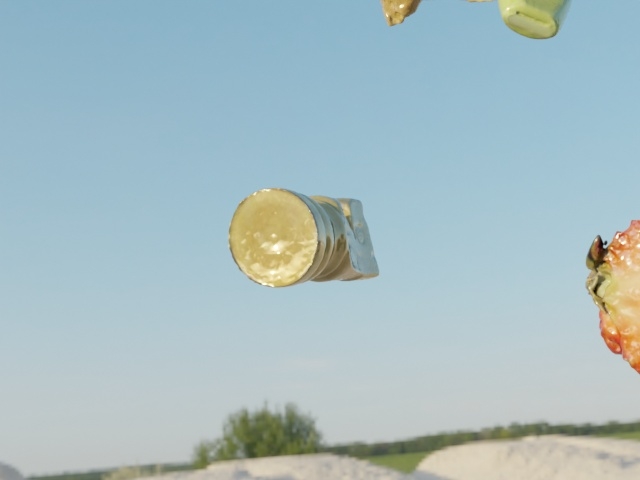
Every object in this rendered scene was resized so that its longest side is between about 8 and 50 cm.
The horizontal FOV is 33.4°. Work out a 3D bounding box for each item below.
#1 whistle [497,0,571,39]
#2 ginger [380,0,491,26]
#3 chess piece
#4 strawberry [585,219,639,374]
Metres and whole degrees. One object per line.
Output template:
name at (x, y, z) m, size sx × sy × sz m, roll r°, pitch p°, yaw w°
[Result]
whistle at (0.171, -0.256, 0.817) m, size 0.131 × 0.288 × 0.106 m, roll 21°, pitch -42°, yaw -7°
ginger at (0.058, -0.133, 0.493) m, size 0.044 × 0.057 × 0.137 m, roll -14°, pitch 12°, yaw -23°
chess piece at (0.000, 0.000, 1.005) m, size 0.090 × 0.090 × 0.200 m, roll -10°, pitch -6°, yaw 24°
strawberry at (0.370, 0.066, 1.010) m, size 0.106 × 0.175 × 0.236 m, roll -7°, pitch 35°, yaw -46°
